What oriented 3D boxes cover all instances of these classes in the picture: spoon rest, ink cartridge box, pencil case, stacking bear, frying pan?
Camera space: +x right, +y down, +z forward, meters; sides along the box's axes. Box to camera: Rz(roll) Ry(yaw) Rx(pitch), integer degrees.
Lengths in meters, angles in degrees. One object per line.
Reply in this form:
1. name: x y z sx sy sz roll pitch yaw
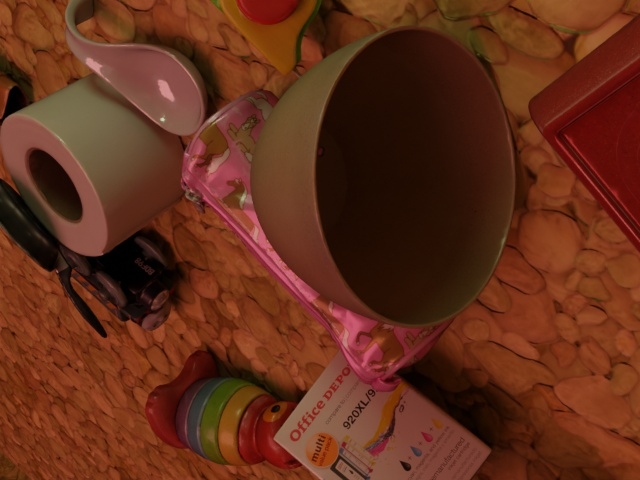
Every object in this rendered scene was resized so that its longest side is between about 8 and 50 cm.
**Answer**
1. spoon rest: -0.264 -0.247 1.208 0.276 0.084 0.137 39 143 17
2. ink cartridge box: 0.087 0.275 1.163 0.232 0.171 0.168 37 176 17
3. pencil case: 0.000 0.000 1.057 0.386 0.160 0.167 46 106 2
4. stacking bear: -0.132 0.319 1.511 0.289 0.175 0.164 7 124 35
5. frying pan: -0.448 0.017 1.387 0.326 0.053 0.197 49 173 3

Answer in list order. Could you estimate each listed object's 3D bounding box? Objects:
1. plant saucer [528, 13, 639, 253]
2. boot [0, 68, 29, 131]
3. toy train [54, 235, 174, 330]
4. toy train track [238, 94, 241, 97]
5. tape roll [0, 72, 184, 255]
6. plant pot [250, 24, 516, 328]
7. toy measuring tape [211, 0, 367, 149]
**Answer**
1. plant saucer: 0.331 -0.075 0.751 0.258 0.047 0.259 51 145 0
2. boot: -0.619 -0.305 1.514 0.220 0.109 0.283 31 142 27
3. toy train: -0.398 0.029 1.562 0.334 0.142 0.190 37 154 16
4. toy train track: -0.104 -0.164 1.167 0.048 0.014 0.083 48 145 5
5. tape roll: -0.348 -0.121 1.335 0.246 0.169 0.246 28 139 28
6. plant pot: 0.038 -0.061 0.881 0.191 0.284 0.284 3 123 49
7. toy measuring tape: -0.010 -0.235 0.948 0.330 0.121 0.121 43 147 -18
